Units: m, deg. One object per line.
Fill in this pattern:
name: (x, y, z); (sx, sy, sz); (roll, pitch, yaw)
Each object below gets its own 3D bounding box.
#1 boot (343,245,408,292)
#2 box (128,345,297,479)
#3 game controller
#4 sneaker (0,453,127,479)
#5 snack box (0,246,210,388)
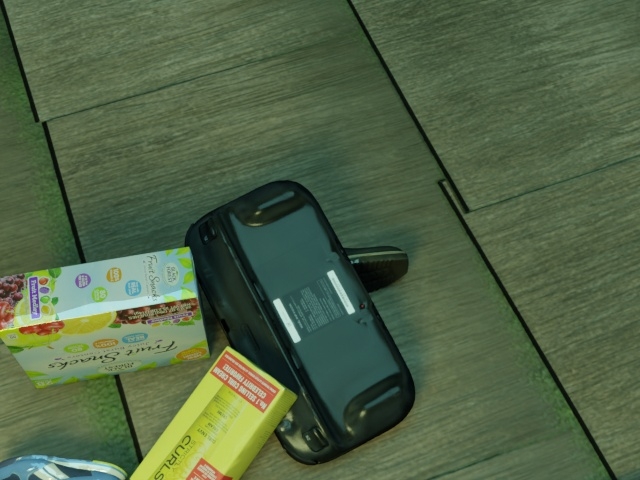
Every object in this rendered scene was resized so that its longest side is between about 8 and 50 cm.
boot: (0.000, 0.000, 1.160); (0.198, 0.077, 0.137); (-8, 54, -7)
box: (-0.128, 0.231, 0.982); (0.087, 0.058, 0.232); (34, 82, 20)
game controller: (-0.025, 0.087, 1.066); (0.166, 0.067, 0.319); (-25, 78, -13)
sneaker: (-0.283, 0.265, 1.002); (0.144, 0.053, 0.059); (4, 61, 3)
snack box: (-0.233, 0.089, 1.038); (0.207, 0.174, 0.070); (-8, 62, -7)
